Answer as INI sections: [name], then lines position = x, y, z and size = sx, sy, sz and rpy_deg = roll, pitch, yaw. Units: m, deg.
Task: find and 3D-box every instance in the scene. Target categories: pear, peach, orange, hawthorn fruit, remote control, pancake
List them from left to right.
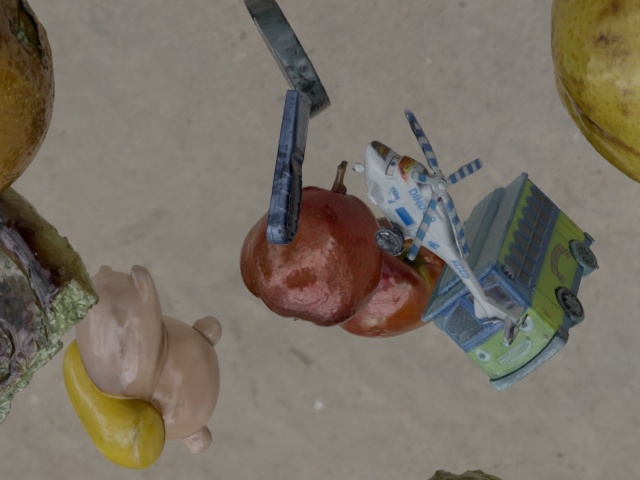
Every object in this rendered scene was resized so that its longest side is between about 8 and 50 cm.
[orange]
position = -0.390, -0.148, 1.196
size = 0.274, 0.274, 0.274
rpy_deg = 18, 129, 24
[pancake]
position = -0.480, 0.042, 1.579
size = 0.426, 0.067, 0.305
rpy_deg = 33, 108, 21
[remote control]
position = -0.030, -0.070, 1.218
size = 0.027, 0.043, 0.153
rpy_deg = 2, 80, 24
[hawthorn fruit]
position = 0.000, 0.000, 1.658
size = 0.196, 0.196, 0.226
rpy_deg = 24, 107, 19
[peach]
position = 0.119, 0.067, 2.138
size = 0.243, 0.243, 0.200
rpy_deg = -32, 56, 44
[pear]
position = 0.344, -0.170, 1.027
size = 0.314, 0.314, 0.314
rpy_deg = 18, 129, 24

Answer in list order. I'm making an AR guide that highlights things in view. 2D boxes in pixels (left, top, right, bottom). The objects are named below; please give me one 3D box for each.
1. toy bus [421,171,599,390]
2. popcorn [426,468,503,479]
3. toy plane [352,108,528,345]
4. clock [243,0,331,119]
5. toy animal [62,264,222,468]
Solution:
[toy bus]
position = 0.285, 0.056, 1.831
size = 0.190, 0.312, 0.152
rpy_deg = 44, 124, -8
[popcorn]
position = 0.240, 0.515, 2.021
size = 0.274, 0.279, 0.335
rpy_deg = 39, 134, 5
[toy plane]
position = 0.142, -0.009, 1.454
size = 0.107, 0.182, 0.273
rpy_deg = -16, 133, 43
[clock]
position = -0.051, -0.291, 1.930
size = 0.042, 0.215, 0.215
rpy_deg = -30, 105, 0
[toy animal]
position = -0.294, 0.199, 2.098
size = 0.277, 0.246, 0.345
rpy_deg = 3, 101, 57
